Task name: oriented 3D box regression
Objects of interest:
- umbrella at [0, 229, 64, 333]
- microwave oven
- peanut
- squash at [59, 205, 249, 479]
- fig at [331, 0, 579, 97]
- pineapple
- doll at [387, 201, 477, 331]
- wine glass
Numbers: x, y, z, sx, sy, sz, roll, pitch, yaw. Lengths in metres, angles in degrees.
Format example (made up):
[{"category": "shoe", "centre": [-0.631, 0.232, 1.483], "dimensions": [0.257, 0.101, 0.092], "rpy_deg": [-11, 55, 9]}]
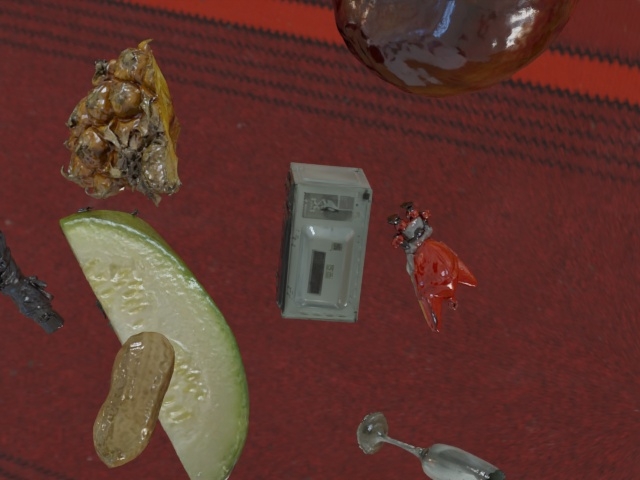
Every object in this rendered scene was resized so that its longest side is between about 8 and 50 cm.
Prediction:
[{"category": "umbrella", "centre": [-0.491, 0.066, 1.777], "dimensions": [0.080, 0.071, 0.224], "rpy_deg": [-34, 116, 5]}, {"category": "microwave oven", "centre": [0.000, 0.000, 1.677], "dimensions": [0.123, 0.162, 0.208], "rpy_deg": [5, 106, -5]}, {"category": "peanut", "centre": [-0.148, 0.126, 0.889], "dimensions": [0.054, 0.054, 0.113], "rpy_deg": [11, 70, 19]}, {"category": "squash", "centre": [-0.156, 0.094, 1.158], "dimensions": [0.111, 0.203, 0.288], "rpy_deg": [-27, 35, -11]}, {"category": "fig", "centre": [0.066, -0.097, 0.406], "dimensions": [0.089, 0.125, 0.088], "rpy_deg": [12, 106, 49]}, {"category": "pineapple", "centre": [-0.119, -0.062, 0.756], "dimensions": [0.114, 0.077, 0.114], "rpy_deg": [-49, 47, 19]}, {"category": "doll", "centre": [0.148, 0.027, 1.511], "dimensions": [0.057, 0.169, 0.109], "rpy_deg": [3, 40, 47]}, {"category": "wine glass", "centre": [0.172, 0.335, 1.713], "dimensions": [0.262, 0.074, 0.074], "rpy_deg": [15, 86, 45]}]
